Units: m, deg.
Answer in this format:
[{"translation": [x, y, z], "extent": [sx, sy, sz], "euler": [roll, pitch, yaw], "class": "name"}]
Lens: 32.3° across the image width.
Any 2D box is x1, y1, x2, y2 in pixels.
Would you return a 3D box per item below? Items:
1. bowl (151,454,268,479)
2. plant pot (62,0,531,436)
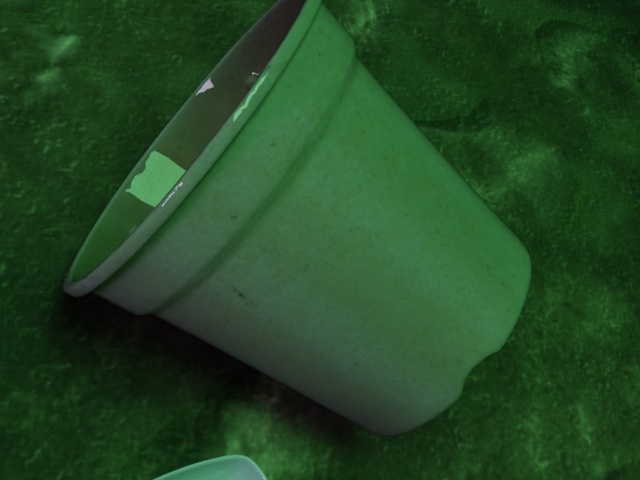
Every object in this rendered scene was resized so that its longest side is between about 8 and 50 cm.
[{"translation": [-0.091, 0.252, 0.874], "extent": [0.142, 0.053, 0.142], "euler": [-13, 66, -36], "class": "bowl"}, {"translation": [0.000, 0.000, 0.964], "extent": [0.305, 0.334, 0.334], "euler": [39, 46, -15], "class": "plant pot"}]
